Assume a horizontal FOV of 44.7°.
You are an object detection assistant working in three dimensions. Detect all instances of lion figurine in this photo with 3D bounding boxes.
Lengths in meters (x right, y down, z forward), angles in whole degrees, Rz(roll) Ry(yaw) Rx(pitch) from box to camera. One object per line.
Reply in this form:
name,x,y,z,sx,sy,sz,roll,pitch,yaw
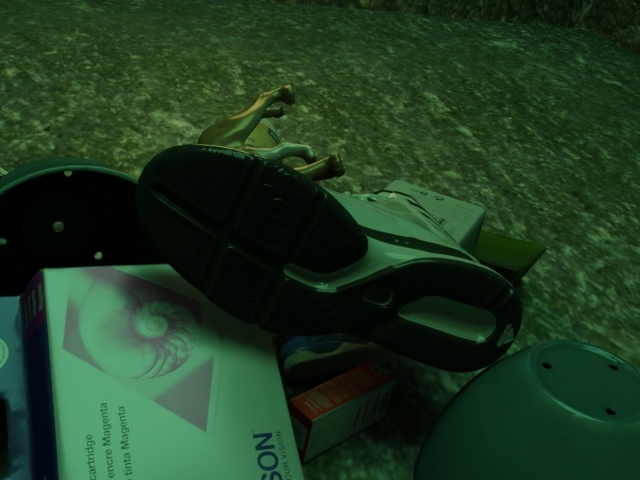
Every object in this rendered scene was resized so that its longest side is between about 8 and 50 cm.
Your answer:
lion figurine,-0.105,-0.089,1.125,0.240,0.142,0.392,-19,33,-9

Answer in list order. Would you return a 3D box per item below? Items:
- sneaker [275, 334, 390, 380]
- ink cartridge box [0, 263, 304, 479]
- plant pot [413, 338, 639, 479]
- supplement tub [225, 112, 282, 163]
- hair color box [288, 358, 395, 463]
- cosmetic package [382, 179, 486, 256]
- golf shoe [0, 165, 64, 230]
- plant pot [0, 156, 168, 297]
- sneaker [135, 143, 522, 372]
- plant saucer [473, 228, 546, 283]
sneaker,0.014,0.140,1.060,0.152,0.058,0.084,-7,43,-17
ink cartridge box,-0.197,0.176,0.793,0.330,0.071,0.324,-2,59,-24
plant pot,0.267,0.225,0.861,0.291,0.195,0.290,8,29,-5
supplement tub,-0.142,-0.138,1.400,0.145,0.144,0.199,9,30,-3
hair color box,0.023,0.204,0.940,0.141,0.071,0.043,-17,40,-41
cosmetic package,0.134,0.035,1.154,0.151,0.183,0.151,22,32,19
golf shoe,-0.477,-0.066,1.250,0.198,0.077,0.094,40,30,30
plant pot,-0.322,0.014,0.991,0.272,0.271,0.255,-3,17,-23
sneaker,0.000,0.001,0.931,0.448,0.169,0.257,23,13,-15
plant saucer,0.255,0.027,1.271,0.189,0.045,0.188,15,-12,9
